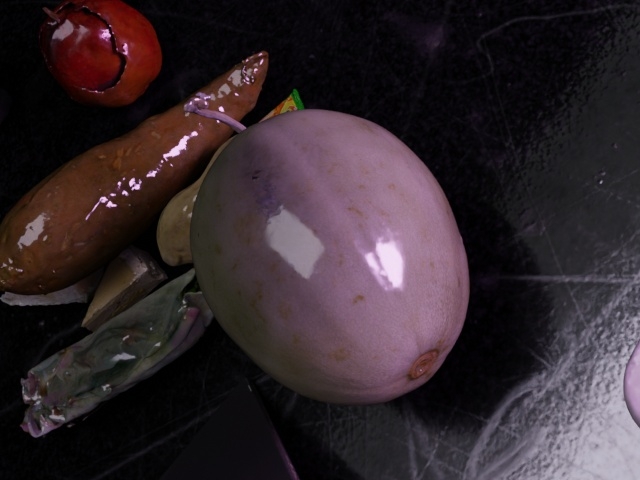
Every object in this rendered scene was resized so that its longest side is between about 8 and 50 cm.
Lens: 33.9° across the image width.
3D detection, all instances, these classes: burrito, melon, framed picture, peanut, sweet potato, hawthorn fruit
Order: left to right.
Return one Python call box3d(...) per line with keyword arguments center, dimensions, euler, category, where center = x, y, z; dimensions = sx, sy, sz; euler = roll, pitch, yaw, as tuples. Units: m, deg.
box3d(center=(-0.333, 0.029, 1.331), dimensions=(0.202, 0.093, 0.139), euler=(-50, 63, 16), category="melon")
box3d(center=(-0.287, -0.249, 1.339), dimensions=(0.148, 0.172, 0.148), euler=(-17, 52, 23), category="hawthorn fruit")
box3d(center=(-0.236, 0.136, 1.248), dimensions=(0.309, 0.066, 0.096), euler=(-34, 57, 17), category="burrito")
box3d(center=(-0.223, -0.074, 1.243), dimensions=(0.423, 0.130, 0.130), euler=(-39, 55, -9), category="sweet potato")
box3d(center=(-0.105, 0.323, 1.057), dimensions=(0.255, 0.014, 0.338), euler=(-51, 32, 9), category="framed picture")
box3d(center=(-0.110, -0.051, 1.210), dimensions=(0.214, 0.090, 0.098), euler=(-43, 54, 13), category="peanut")
box3d(center=(0.006, 0.013, 1.018), dimensions=(0.272, 0.272, 0.307), euler=(-25, 54, 24), category="melon")

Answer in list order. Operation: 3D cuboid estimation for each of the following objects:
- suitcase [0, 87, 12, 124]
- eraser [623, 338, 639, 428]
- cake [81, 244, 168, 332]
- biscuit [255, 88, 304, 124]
box3d(center=(-0.602, -0.248, 1.517), dimensions=(0.286, 0.206, 0.066), euler=(20, 81, 35), category="suitcase")
box3d(center=(0.433, 0.067, 0.791), dimensions=(0.331, 0.150, 0.331), euler=(-13, 66, 31), category="eraser")
box3d(center=(-0.243, 0.068, 1.281), dimensions=(0.065, 0.052, 0.121), euler=(32, 92, 33), category="cake")
box3d(center=(-0.053, -0.136, 1.245), dimensions=(0.089, 0.016, 0.046), euler=(-37, 58, 18), category="biscuit")
